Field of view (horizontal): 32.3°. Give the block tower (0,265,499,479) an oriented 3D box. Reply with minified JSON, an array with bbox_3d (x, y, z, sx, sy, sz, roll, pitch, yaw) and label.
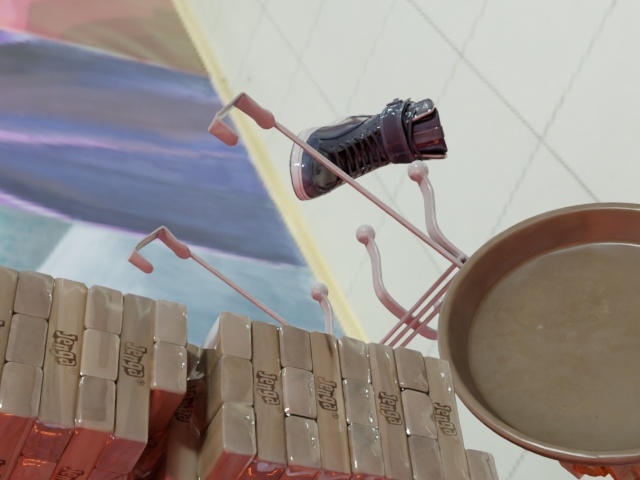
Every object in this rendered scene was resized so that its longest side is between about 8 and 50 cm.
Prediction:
[{"bbox_3d":[-0.082,0.090,0.555,0.097,0.336,0.091,-95,28,-44],"label":"block tower"}]

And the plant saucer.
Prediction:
[{"bbox_3d":[0.238,0.076,0.931,0.277,0.278,0.041,-111,2,-46],"label":"plant saucer"}]

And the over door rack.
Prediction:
[{"bbox_3d":[0.000,0.000,1.136,0.239,0.324,0.108,-53,12,42],"label":"over door rack"}]

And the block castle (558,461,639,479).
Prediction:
[{"bbox_3d":[0.478,0.213,1.723,0.303,0.213,0.453,52,164,-3],"label":"block castle"}]

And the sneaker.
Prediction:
[{"bbox_3d":[0.068,-0.118,1.404,0.164,0.226,0.086,-3,113,29],"label":"sneaker"}]
